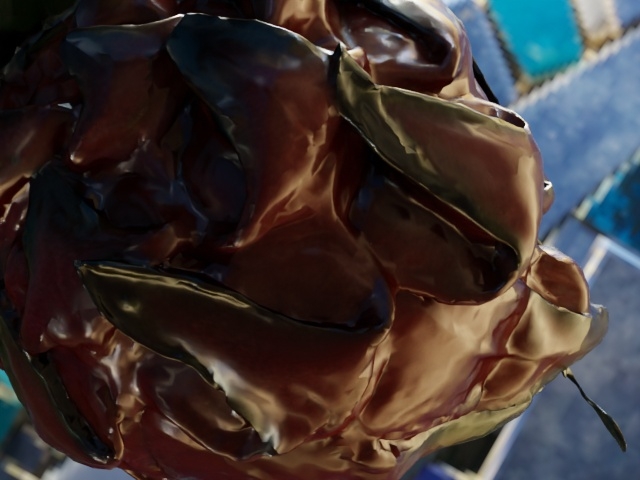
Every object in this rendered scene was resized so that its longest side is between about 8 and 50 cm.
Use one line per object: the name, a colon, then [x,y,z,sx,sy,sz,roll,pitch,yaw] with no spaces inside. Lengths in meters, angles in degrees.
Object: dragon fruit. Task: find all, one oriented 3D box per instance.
dragon fruit: [0.000,0.000,0.691,0.234,0.293,0.234,-57,16,26]
